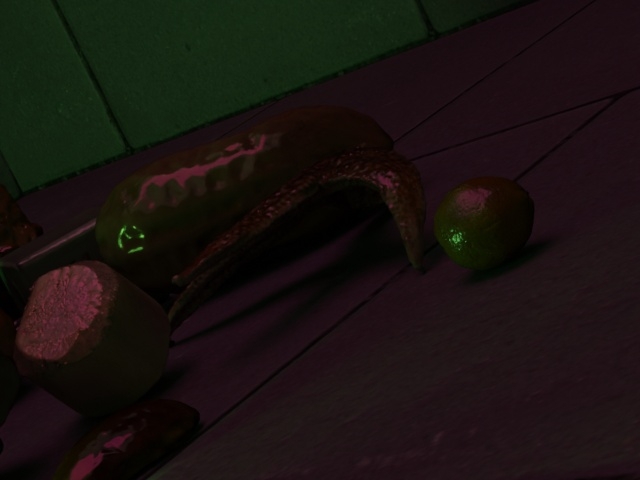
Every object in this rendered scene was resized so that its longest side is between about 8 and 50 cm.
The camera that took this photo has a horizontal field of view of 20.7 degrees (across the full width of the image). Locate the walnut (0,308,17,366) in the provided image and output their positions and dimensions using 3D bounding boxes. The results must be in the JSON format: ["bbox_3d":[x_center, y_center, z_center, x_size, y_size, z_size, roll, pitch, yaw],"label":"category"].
[{"bbox_3d":[-0.449,0.138,2.133,0.159,0.159,0.206,-31,18,-22],"label":"walnut"}]

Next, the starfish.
[{"bbox_3d":[-0.005,-0.010,1.907,0.384,0.132,0.398,-34,9,-15],"label":"starfish"}]

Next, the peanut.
[{"bbox_3d":[-0.090,-0.050,2.160,0.387,0.169,0.192,-21,-4,4],"label":"peanut"}]

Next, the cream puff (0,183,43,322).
[{"bbox_3d":[-0.510,0.064,2.392,0.327,0.231,0.343,-40,0,-27],"label":"cream puff"}]

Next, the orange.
[{"bbox_3d":[0.153,-0.017,1.620,0.095,0.085,0.085,-31,10,7],"label":"orange"}]

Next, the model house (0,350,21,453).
[{"bbox_3d":[-0.471,0.204,1.657,0.298,0.243,0.284,-9,50,27],"label":"model house"}]

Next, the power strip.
[{"bbox_3d":[-0.332,0.063,2.255,0.224,0.140,0.139,-30,12,-20],"label":"power strip"}]

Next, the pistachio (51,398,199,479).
[{"bbox_3d":[-0.186,0.185,1.561,0.173,0.049,0.089,-33,12,-32],"label":"pistachio"}]

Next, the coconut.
[{"bbox_3d":[-0.229,0.106,1.805,0.147,0.152,0.147,-16,55,24],"label":"coconut"}]
